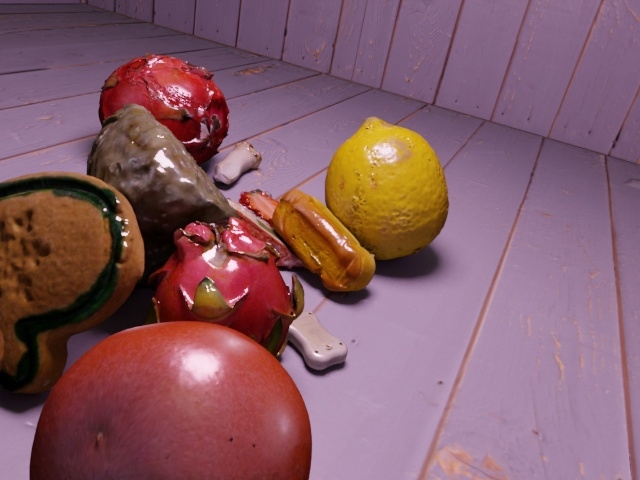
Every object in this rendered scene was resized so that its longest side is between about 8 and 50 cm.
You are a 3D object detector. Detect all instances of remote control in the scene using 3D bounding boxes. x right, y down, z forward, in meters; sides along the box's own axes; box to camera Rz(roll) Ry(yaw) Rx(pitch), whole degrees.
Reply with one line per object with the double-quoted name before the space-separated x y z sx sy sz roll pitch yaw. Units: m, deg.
"remote control" -0.014 0.158 0.880 0.075 0.032 0.122 -10 36 -35

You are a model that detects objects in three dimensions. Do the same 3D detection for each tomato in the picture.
"tomato" -0.139 0.201 0.521 0.256 0.255 0.224 28 -11 28

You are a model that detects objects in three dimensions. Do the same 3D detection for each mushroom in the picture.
"mushroom" -0.220 -0.192 1.417 0.084 0.071 0.209 44 31 -9

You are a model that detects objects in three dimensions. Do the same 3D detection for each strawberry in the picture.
"strawberry" -0.124 -0.062 1.235 0.104 0.048 0.152 -9 48 -47

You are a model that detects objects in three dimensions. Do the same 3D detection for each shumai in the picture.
"shumai" -0.305 -0.025 0.871 0.289 0.291 0.330 -40 22 -8

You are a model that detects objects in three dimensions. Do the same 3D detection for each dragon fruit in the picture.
"dragon fruit" -0.136 0.090 0.771 0.224 0.226 0.224 17 27 -9
"dragon fruit" -0.377 -0.310 1.349 0.302 0.295 0.295 7 26 18

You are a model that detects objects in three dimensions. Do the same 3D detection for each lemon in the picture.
"lemon" 0.136 -0.105 1.152 0.258 0.309 0.258 -9 11 2

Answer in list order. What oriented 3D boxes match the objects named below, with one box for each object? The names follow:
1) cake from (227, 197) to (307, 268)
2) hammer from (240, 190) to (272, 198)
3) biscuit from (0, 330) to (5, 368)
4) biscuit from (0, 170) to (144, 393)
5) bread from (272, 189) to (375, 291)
"cake" -0.123 -0.017 1.075 0.221 0.116 0.086 5 23 -11
"hammer" -0.160 -0.106 1.323 0.083 0.031 0.053 16 23 31
"biscuit" -0.478 0.123 0.540 0.273 0.049 0.257 27 64 -21
"biscuit" -0.393 0.054 0.715 0.344 0.287 0.057 -8 -13 16
"bread" 0.000 0.000 1.060 0.245 0.102 0.094 49 17 27
